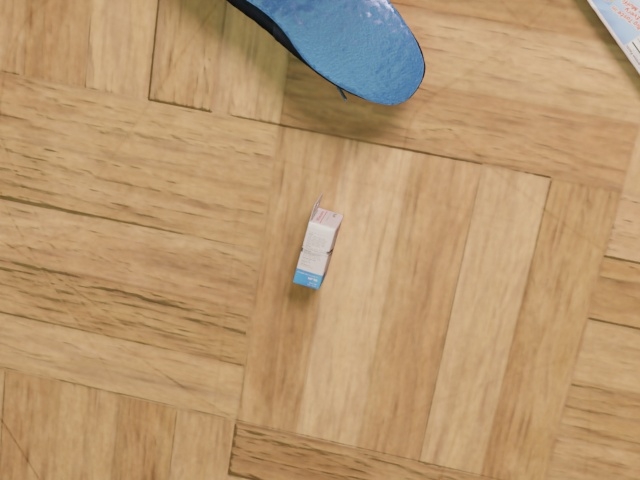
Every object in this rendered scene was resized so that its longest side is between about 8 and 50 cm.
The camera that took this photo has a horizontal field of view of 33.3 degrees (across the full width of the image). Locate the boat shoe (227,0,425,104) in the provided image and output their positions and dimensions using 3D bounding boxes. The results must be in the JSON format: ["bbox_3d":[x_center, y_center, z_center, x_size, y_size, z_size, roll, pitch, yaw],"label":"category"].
[{"bbox_3d":[-0.010,-0.220,0.962,0.258,0.089,0.109,42,97,0],"label":"boat shoe"}]

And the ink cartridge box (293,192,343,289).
[{"bbox_3d":[0.000,0.000,1.051,0.028,0.048,0.083,17,111,4],"label":"ink cartridge box"}]

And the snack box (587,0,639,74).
[{"bbox_3d":[0.274,-0.214,0.942,0.064,0.022,0.178,-35,99,20],"label":"snack box"}]
